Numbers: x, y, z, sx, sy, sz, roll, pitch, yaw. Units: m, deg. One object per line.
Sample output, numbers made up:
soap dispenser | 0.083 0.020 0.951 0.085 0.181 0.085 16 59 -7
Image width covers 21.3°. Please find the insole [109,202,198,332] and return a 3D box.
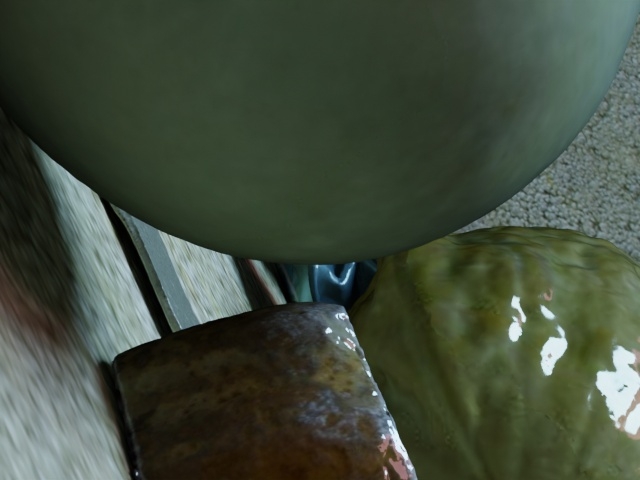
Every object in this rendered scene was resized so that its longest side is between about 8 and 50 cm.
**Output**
insole | -0.089 -0.023 0.754 0.192 0.010 0.063 64 4 24

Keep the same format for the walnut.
walnut | 0.108 0.105 0.974 0.283 0.227 0.283 49 14 -17

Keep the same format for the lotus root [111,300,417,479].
lotus root | -0.012 0.082 0.571 0.122 0.081 0.112 -115 -176 -46

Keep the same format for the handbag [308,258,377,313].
handbag | 0.032 0.051 1.195 0.179 0.062 0.229 -102 178 -52

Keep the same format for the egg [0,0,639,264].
egg | -0.029 -0.157 0.577 0.258 0.258 0.352 57 10 -65

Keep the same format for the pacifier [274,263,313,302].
pacifier | 0.024 0.028 1.413 0.150 0.116 0.127 -120 -154 -46
